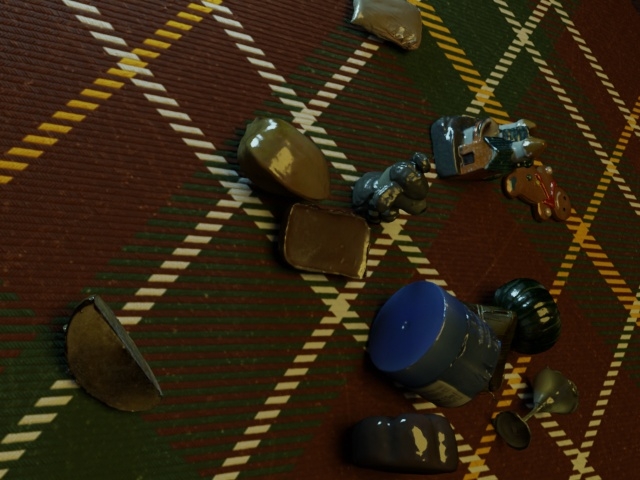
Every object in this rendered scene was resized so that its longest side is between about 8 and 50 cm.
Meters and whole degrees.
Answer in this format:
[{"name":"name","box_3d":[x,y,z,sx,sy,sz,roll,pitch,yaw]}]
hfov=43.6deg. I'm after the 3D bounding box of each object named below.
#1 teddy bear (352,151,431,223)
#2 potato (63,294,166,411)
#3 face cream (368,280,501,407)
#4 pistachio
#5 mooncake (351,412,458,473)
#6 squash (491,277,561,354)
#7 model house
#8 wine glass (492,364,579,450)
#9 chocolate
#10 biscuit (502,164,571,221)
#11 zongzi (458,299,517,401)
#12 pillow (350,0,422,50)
[{"name":"teddy bear","box_3d":[0.180,-0.107,1.989,0.171,0.251,0.144,-42,104,-24]},{"name":"potato","box_3d":[-0.408,0.212,1.507,0.120,0.100,0.261,-29,115,-3]},{"name":"face cream","box_3d":[0.278,0.255,1.942,0.225,0.249,0.249,36,57,-30]},{"name":"pistachio","box_3d":[-0.070,-0.168,1.825,0.260,0.163,0.212,32,34,-30]},{"name":"mooncake","box_3d":[0.191,0.467,1.821,0.245,0.245,0.133,11,69,-37]},{"name":"squash","box_3d":[0.571,0.211,2.226,0.218,0.172,0.218,-16,90,-86]},{"name":"model house","box_3d":[0.511,-0.282,2.270,0.271,0.301,0.190,-1,85,-40]},{"name":"wine glass","box_3d":[0.593,0.471,2.214,0.232,0.156,0.156,-26,94,-37]},{"name":"chocolate","box_3d":[0.000,0.000,1.895,0.261,0.083,0.161,15,85,-35]},{"name":"biscuit","box_3d":[0.705,-0.163,2.555,0.324,0.049,0.205,34,57,-30]},{"name":"zongzi","box_3d":[0.384,0.281,2.136,0.111,0.241,0.247,-7,109,-76]},{"name":"pillow","box_3d":[0.186,-0.635,2.245,0.270,0.067,0.173,15,63,-37]}]
